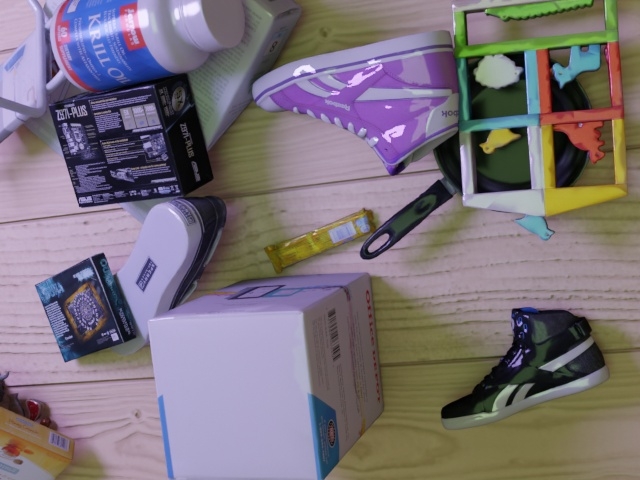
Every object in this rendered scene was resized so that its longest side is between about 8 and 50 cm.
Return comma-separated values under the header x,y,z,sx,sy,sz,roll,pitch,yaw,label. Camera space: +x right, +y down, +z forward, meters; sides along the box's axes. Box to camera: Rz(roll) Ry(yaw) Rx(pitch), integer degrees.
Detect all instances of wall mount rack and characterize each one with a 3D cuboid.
x,y,z,sx,sy,sz,roll,pitch,yaw,label
-0.474,-0.258,1.339,0.350,0.130,0.304,-30,58,35,wall mount rack

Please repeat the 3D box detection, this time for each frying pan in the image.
x,y,z,sx,sy,sz,roll,pitch,yaw,label
0.207,-0.077,1.214,0.197,0.053,0.326,30,104,12,frying pan

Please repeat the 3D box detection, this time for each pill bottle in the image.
x,y,z,sx,sy,sz,roll,pitch,yaw,label
-0.208,-0.259,1.189,0.221,0.124,0.124,-8,95,30,pill bottle

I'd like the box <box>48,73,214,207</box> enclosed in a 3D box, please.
x,y,z,sx,sy,sz,roll,pitch,yaw,label
-0.249,-0.129,1.289,0.180,0.077,0.147,-5,107,29,box

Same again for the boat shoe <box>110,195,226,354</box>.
x,y,z,sx,sy,sz,roll,pitch,yaw,label
-0.216,0.047,1.340,0.108,0.102,0.301,48,130,18,boat shoe

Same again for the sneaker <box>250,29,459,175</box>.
x,y,z,sx,sy,sz,roll,pitch,yaw,label
0.038,-0.154,1.210,0.282,0.102,0.161,-6,97,35,sneaker

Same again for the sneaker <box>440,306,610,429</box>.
x,y,z,sx,sy,sz,roll,pitch,yaw,label
0.238,0.151,1.228,0.217,0.079,0.121,-21,87,11,sneaker

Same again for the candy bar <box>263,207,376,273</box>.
x,y,z,sx,sy,sz,roll,pitch,yaw,label
0.000,0.000,1.308,0.161,0.018,0.040,-22,93,18,candy bar

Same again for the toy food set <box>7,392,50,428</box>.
x,y,z,sx,sy,sz,roll,pitch,yaw,label
-0.434,0.291,1.482,0.078,0.019,0.122,1,97,18,toy food set

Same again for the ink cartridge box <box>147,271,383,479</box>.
x,y,z,sx,sy,sz,roll,pitch,yaw,label
-0.055,0.160,1.214,0.197,0.270,0.198,-4,96,19,ink cartridge box

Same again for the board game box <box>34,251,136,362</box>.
x,y,z,sx,sy,sz,roll,pitch,yaw,label
-0.334,0.097,1.377,0.186,0.026,0.126,-20,91,48,board game box

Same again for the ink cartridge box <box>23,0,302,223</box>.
x,y,z,sx,sy,sz,roll,pitch,yaw,label
-0.240,-0.245,1.339,0.308,0.091,0.385,39,123,9,ink cartridge box

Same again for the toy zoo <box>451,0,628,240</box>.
x,y,z,sx,sy,sz,roll,pitch,yaw,label
0.259,-0.146,1.156,0.192,0.030,0.293,-4,93,16,toy zoo

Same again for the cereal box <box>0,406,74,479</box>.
x,y,z,sx,sy,sz,roll,pitch,yaw,label
-0.499,0.343,1.430,0.173,0.047,0.240,32,115,-28,cereal box

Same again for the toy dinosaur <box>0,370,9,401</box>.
x,y,z,sx,sy,sz,roll,pitch,yaw,label
-0.600,0.240,1.496,0.314,0.121,0.160,11,88,21,toy dinosaur
